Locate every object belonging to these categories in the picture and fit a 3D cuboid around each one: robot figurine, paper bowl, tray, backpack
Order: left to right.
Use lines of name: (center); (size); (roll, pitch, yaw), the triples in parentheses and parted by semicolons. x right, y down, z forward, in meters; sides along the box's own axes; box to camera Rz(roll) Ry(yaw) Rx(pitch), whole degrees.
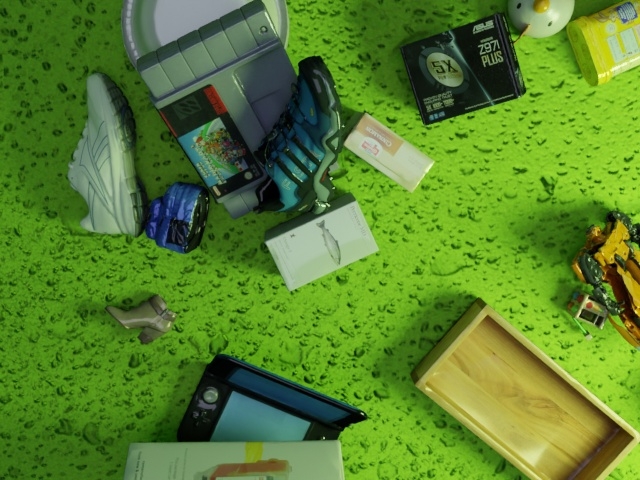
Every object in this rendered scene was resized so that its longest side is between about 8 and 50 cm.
backpack: (-0.255, -0.048, 1.463); (0.101, 0.098, 0.120); (18, 100, -2)
paper bowl: (-0.195, -0.369, 1.385); (0.285, 0.148, 0.284); (0, 100, -1)
tray: (0.395, 0.317, 1.569); (0.411, 0.076, 0.202); (40, 96, -9)
robot figurine: (0.578, 0.088, 1.502); (0.291, 0.085, 0.211); (48, 56, -5)

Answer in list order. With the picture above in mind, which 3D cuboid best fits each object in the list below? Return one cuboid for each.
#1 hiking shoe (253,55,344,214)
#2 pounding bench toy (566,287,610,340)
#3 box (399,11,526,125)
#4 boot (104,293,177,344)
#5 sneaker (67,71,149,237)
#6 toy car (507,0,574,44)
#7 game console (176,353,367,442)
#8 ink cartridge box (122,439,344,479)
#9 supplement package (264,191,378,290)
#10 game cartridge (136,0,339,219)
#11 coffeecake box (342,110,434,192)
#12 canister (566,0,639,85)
hiking shoe: (-0.041, -0.155, 1.327); (0.132, 0.113, 0.304); (-9, 132, -16)
pounding bench toy: (0.503, 0.142, 1.552); (0.065, 0.052, 0.083); (23, 98, -6)
box: (0.250, -0.298, 1.419); (0.180, 0.077, 0.147); (-13, 101, 24)
boot: (-0.331, 0.134, 1.524); (0.118, 0.042, 0.087); (42, 89, -10)
sneaker: (-0.389, -0.146, 1.438); (0.130, 0.111, 0.296); (-5, 99, 4)
toy car: (0.391, -0.428, 1.384); (0.219, 0.210, 0.237); (29, 110, 3)
game console: (-0.098, 0.345, 1.501); (0.293, 0.173, 0.250); (24, 98, -6)
ink cartridge box: (-0.151, 0.507, 1.482); (0.385, 0.160, 0.279); (0, 130, -3)
supplement package: (0.000, 0.000, 1.478); (0.179, 0.105, 0.105); (-25, 101, 2)
game cartridge: (-0.129, -0.202, 1.369); (0.230, 0.068, 0.355); (-29, 134, 0)
coffeecake box: (0.107, -0.158, 1.414); (0.142, 0.185, 0.068); (34, 97, -8)
canister: (0.545, -0.367, 1.455); (0.170, 0.073, 0.126); (-24, 100, 0)
